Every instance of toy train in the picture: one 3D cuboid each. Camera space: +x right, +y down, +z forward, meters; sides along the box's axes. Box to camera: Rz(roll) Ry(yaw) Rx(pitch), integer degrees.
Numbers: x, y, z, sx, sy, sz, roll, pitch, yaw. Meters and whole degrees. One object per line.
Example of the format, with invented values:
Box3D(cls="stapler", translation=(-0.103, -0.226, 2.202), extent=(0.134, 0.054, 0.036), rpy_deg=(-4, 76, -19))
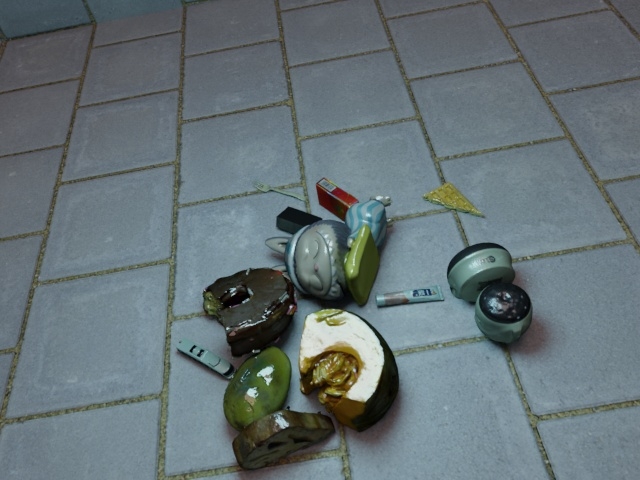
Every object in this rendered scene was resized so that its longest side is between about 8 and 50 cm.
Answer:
Box3D(cls="toy train", translation=(-0.340, 0.352, 1.680), extent=(0.207, 0.047, 0.043), rpy_deg=(21, 60, 25))

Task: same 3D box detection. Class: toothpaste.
Box3D(cls="toothpaste", translation=(0.273, 0.172, 1.727), extent=(0.205, 0.036, 0.056), rpy_deg=(-7, 52, -1))

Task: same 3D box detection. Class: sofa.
Box3D(cls="sofa", translation=(-0.072, -0.057, 1.957), extent=(0.147, 0.060, 0.085), rpy_deg=(20, 41, 23))

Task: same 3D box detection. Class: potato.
Box3D(cls="potato", translation=(-0.173, 0.404, 1.546), extent=(0.169, 0.143, 0.248), rpy_deg=(15, 55, 24))

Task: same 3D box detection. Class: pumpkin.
Box3D(cls="pumpkin", translation=(0.071, 0.339, 1.521), extent=(0.303, 0.225, 0.256), rpy_deg=(27, 65, 20))

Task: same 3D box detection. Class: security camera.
Box3D(cls="security camera", translation=(0.492, 0.160, 1.600), extent=(0.196, 0.191, 0.277), rpy_deg=(-14, 52, -3))

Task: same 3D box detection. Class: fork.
Box3D(cls="fork", translation=(-0.150, -0.183, 2.086), extent=(0.219, 0.028, 0.034), rpy_deg=(18, 50, 17))

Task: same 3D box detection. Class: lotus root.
Box3D(cls="lotus root", translation=(-0.103, 0.503, 1.454), extent=(0.260, 0.170, 0.074), rpy_deg=(-24, 48, -1))

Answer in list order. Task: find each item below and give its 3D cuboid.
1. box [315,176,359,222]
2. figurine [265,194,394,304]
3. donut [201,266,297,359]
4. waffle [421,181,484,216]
Box3D(cls="box", translation=(0.063, -0.133, 1.950), extent=(0.048, 0.112, 0.175), rpy_deg=(-39, 57, -21))
Box3D(cls="figurine", translation=(0.000, 0.000, 1.768), extent=(0.377, 0.266, 0.361), rpy_deg=(13, 50, 18))
Box3D(cls="donut", translation=(-0.200, 0.196, 1.678), extent=(0.259, 0.136, 0.345), rpy_deg=(-23, 27, -18))
Box3D(cls="waffle", translation=(0.450, -0.115, 1.921), extent=(0.125, 0.032, 0.191), rpy_deg=(-24, 51, -11))
